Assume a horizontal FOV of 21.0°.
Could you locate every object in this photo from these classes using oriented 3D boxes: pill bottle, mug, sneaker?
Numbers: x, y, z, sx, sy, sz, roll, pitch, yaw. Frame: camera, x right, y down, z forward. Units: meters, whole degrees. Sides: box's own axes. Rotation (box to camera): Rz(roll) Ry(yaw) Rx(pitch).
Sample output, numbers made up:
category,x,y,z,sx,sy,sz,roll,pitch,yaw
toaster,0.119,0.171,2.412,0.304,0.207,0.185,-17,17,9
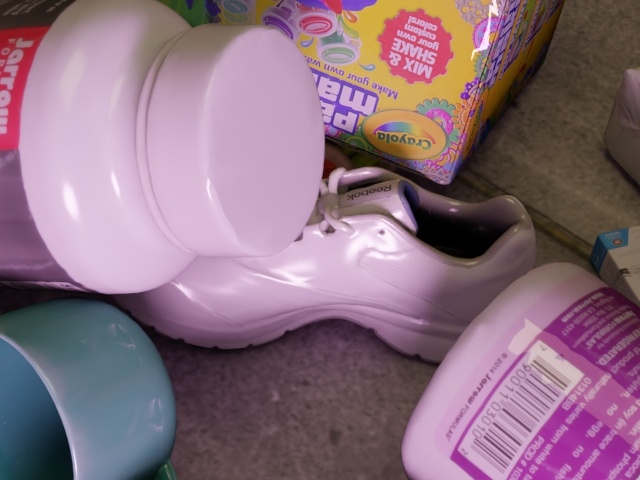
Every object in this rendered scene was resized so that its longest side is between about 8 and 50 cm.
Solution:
category,x,y,z,sx,sy,sz,roll,pitch,yaw
pill bottle,-0.165,-0.057,1.033,0.318,0.176,0.176,1,41,30
mug,-0.141,0.111,1.009,0.097,0.129,0.157,-21,93,-44
sneaker,0.000,0.000,1.125,0.297,0.129,0.111,2,51,-7
pill bottle,0.208,0.159,0.992,0.301,0.169,0.169,38,53,22

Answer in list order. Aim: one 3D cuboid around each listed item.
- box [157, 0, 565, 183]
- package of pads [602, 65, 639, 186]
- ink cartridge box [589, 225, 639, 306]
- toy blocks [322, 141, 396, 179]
category,x,y,z,sx,sy,sz,roll,pitch,yaw
box,0.020,-0.210,1.231,0.290,0.177,0.279,22,29,10
package of pads,0.385,-0.037,1.247,0.229,0.101,0.296,-20,56,-24
ink cartridge box,0.229,0.030,1.206,0.048,0.028,0.083,-11,51,-19
toy blocks,-0.033,-0.054,1.218,0.123,0.054,0.148,36,52,21
